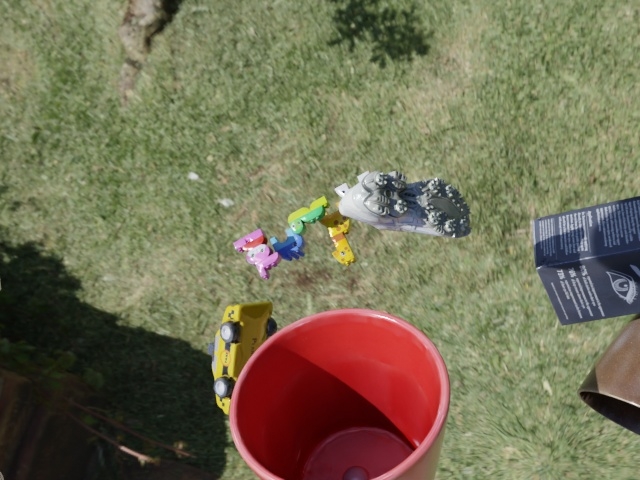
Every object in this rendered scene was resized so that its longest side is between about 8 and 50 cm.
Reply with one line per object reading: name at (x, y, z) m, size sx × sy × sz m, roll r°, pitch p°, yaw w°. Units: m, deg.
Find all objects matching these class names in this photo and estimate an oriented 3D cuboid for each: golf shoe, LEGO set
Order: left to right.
LEGO set at (0.000, 0.000, 1.181) m, size 0.227 × 0.087 × 0.093 m, roll -28°, pitch 71°, yaw 9°
golf shoe at (0.102, -0.039, 0.954) m, size 0.086 × 0.176 × 0.069 m, roll -21°, pitch 60°, yaw 52°

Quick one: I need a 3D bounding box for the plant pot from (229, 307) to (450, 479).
plant pot at (0.039, 0.267, 1.048) m, size 0.274 × 0.243 × 0.275 m, roll -6°, pitch 45°, yaw 6°

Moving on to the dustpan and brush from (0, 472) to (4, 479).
dustpan and brush at (-0.547, 0.429, 1.259) m, size 0.147 × 0.211 × 0.060 m, roll -31°, pitch 44°, yaw -11°

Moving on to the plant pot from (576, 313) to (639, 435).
plant pot at (0.559, 0.189, 1.264) m, size 0.215 × 0.215 × 0.231 m, roll 25°, pitch 78°, yaw 21°

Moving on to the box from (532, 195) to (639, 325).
box at (0.446, 0.031, 1.209) m, size 0.207 × 0.153 × 0.108 m, roll -13°, pitch 44°, yaw 24°

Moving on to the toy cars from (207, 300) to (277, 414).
toy cars at (-0.102, 0.264, 1.392) m, size 0.087 × 0.394 × 0.176 m, roll 13°, pitch 51°, yaw 43°
